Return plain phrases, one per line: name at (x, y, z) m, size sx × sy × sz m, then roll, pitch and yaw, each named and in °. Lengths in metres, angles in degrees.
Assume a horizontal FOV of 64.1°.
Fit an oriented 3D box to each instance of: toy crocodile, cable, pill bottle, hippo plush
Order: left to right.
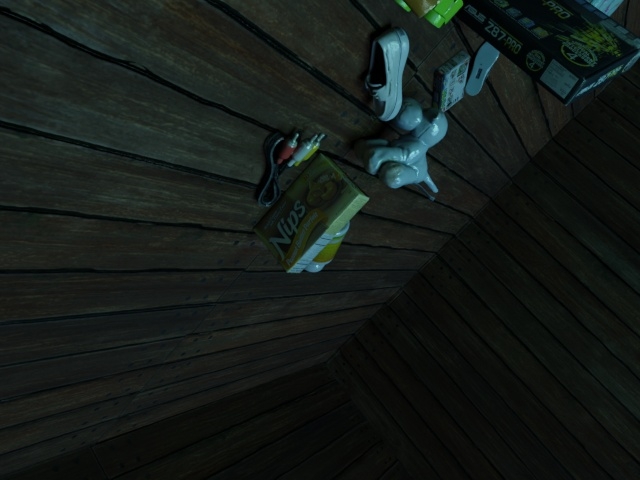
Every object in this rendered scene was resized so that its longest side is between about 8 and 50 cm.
cable at (-0.107, -0.180, 1.331) m, size 0.139 × 0.072 × 0.287 m, roll -8°, pitch 143°, yaw -45°
pill bottle at (0.000, 0.000, 1.773) m, size 0.136 × 0.136 × 0.246 m, roll -25°, pitch 154°, yaw -35°
hippo plush at (0.267, -0.286, 1.508) m, size 0.237 × 0.294 × 0.234 m, roll -61°, pitch 174°, yaw 26°
toy crocodile at (0.226, -0.562, 1.122) m, size 0.340 × 0.105 × 0.115 m, roll -4°, pitch 139°, yaw -50°

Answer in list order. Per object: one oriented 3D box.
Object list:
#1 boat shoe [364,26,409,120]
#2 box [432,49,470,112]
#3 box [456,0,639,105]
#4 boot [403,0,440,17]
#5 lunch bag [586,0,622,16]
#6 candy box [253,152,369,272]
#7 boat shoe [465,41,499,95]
boat shoe at (0.158, -0.407, 1.303) m, size 0.088 × 0.096 × 0.267 m, roll -28°, pitch 155°, yaw -19°
box at (0.413, -0.497, 1.632) m, size 0.114 × 0.036 × 0.207 m, roll -38°, pitch 159°, yaw -6°
box at (0.609, -0.554, 1.356) m, size 0.318 × 0.395 × 0.097 m, roll -28°, pitch 156°, yaw -29°
boot at (0.126, -0.493, 0.925) m, size 0.295 × 0.104 × 0.211 m, roll -42°, pitch 116°, yaw -9°
lunch bag at (0.977, -0.852, 1.787) m, size 0.279 × 0.108 × 0.224 m, roll -22°, pitch 152°, yaw -40°
candy box at (-0.032, -0.076, 1.505) m, size 0.316 × 0.183 × 0.087 m, roll -47°, pitch 157°, yaw 16°
boat shoe at (0.523, -0.567, 1.662) m, size 0.083 × 0.065 × 0.183 m, roll -57°, pitch 169°, yaw -60°
